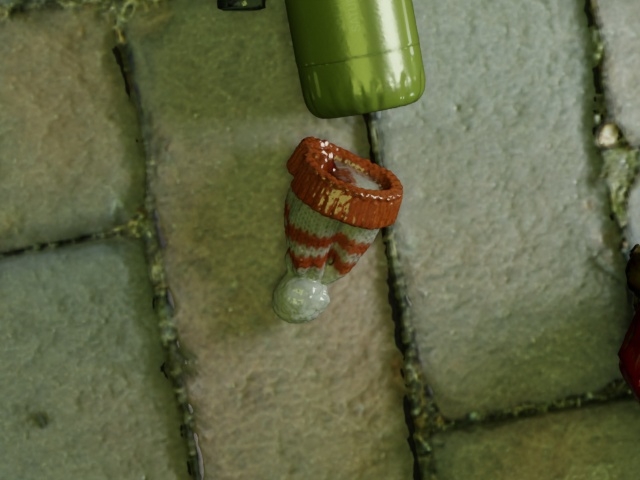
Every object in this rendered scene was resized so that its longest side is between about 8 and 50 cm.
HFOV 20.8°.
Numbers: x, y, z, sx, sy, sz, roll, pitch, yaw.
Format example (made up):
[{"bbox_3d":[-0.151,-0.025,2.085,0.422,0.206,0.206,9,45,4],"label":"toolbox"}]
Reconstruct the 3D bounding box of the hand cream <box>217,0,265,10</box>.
[{"bbox_3d":[-0.075,-0.341,1.547,0.091,0.058,0.271,-1,93,-4],"label":"hand cream"}]

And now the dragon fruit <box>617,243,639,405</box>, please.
[{"bbox_3d":[0.414,0.090,1.526,0.291,0.250,0.269,-32,79,10],"label":"dragon fruit"}]

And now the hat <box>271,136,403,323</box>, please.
[{"bbox_3d":[0.000,0.000,1.592,0.112,0.093,0.162,25,116,5],"label":"hat"}]

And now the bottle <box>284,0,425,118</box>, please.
[{"bbox_3d":[0.019,-0.243,1.531,0.112,0.112,0.260,-10,99,1],"label":"bottle"}]
